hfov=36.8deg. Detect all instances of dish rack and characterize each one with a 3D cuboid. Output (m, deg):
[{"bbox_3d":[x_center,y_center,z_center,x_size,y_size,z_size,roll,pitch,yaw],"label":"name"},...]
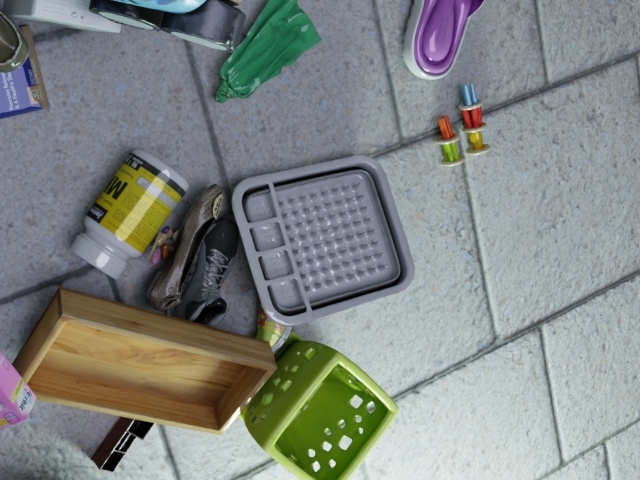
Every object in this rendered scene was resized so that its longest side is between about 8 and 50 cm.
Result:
[{"bbox_3d":[0.000,0.000,1.832,0.332,0.072,0.286,-15,83,-26],"label":"dish rack"}]

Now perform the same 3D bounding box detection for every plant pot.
[{"bbox_3d":[-0.026,0.320,1.851,0.227,0.207,0.228,-51,126,-10],"label":"plant pot"}]

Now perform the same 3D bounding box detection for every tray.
[{"bbox_3d":[-0.305,0.220,1.687,0.410,0.076,0.203,18,123,-33],"label":"tray"}]

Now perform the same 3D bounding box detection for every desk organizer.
[{"bbox_3d":[-0.361,0.367,1.770,0.047,0.050,0.130,38,82,-31],"label":"desk organizer"}]

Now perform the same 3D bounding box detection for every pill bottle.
[{"bbox_3d":[-0.329,-0.044,1.649,0.119,0.119,0.209,38,81,-31],"label":"pill bottle"}]

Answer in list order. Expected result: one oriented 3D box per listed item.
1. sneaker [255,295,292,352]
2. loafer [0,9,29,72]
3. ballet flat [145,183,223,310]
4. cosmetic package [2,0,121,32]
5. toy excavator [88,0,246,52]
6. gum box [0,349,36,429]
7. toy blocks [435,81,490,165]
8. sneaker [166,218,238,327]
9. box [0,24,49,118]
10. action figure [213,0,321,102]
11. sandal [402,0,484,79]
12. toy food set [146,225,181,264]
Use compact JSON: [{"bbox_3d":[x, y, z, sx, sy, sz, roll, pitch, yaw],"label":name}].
[{"bbox_3d":[-0.092,0.124,1.856,0.094,0.081,0.209,30,79,-26],"label":"sneaker"},{"bbox_3d":[-0.550,-0.344,1.434,0.251,0.087,0.094,37,89,-13],"label":"loafer"},{"bbox_3d":[-0.232,0.016,1.724,0.250,0.058,0.084,-62,166,-3],"label":"ballet flat"},{"bbox_3d":[-0.382,-0.441,1.462,0.138,0.224,0.225,4,100,-30],"label":"cosmetic package"},{"bbox_3d":[-0.337,-0.431,1.209,0.445,0.432,0.223,12,97,-58],"label":"toy excavator"},{"bbox_3d":[-0.578,0.265,1.568,0.188,0.062,0.107,-21,116,14],"label":"gum box"},{"bbox_3d":[0.288,-0.243,1.992,0.123,0.054,0.148,-24,113,-24],"label":"toy blocks"},{"bbox_3d":[-0.190,0.076,1.750,0.086,0.132,0.229,25,89,-32],"label":"sneaker"},{"bbox_3d":[-0.557,-0.251,1.520,0.225,0.036,0.137,-18,110,-24],"label":"box"},{"bbox_3d":[-0.112,-0.335,1.736,0.232,0.063,0.137,-50,122,-15],"label":"action figure"},{"bbox_3d":[0.272,-0.521,1.888,0.169,0.102,0.417,4,99,-31],"label":"sandal"},{"bbox_3d":[-0.277,0.008,1.719,0.078,0.019,0.122,-64,164,6],"label":"toy food set"}]
